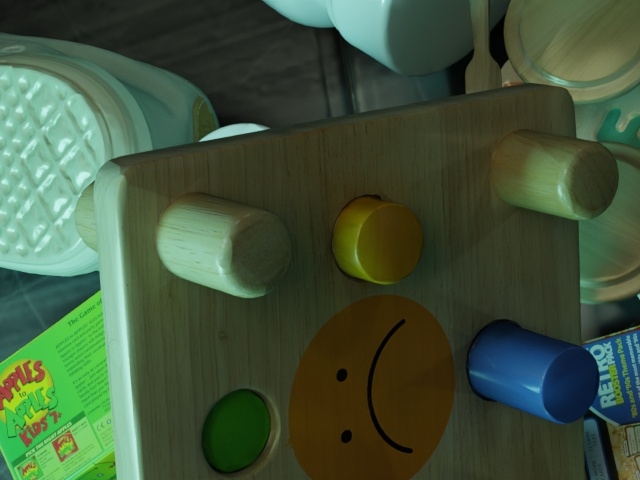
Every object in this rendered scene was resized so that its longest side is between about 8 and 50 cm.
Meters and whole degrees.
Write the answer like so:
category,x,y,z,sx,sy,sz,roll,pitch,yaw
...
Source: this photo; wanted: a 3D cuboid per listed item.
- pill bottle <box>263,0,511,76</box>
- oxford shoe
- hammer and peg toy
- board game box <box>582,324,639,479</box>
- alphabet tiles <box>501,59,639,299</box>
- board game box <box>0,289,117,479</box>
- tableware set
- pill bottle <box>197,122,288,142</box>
category,x,y,z,sx,sy,sz,roll,pitch,yaw
pill bottle,-0.016,-0.224,1.094,0.283,0.161,0.161,38,96,27
oxford shoe,-0.227,-0.067,1.191,0.449,0.130,0.169,14,102,43
hammer and peg toy,0.027,0.119,0.886,0.127,0.266,0.361,15,113,53
board game box,0.116,0.137,1.012,0.193,0.045,0.147,-17,72,22
alphabet tiles,0.227,-0.090,0.996,0.278,0.021,0.284,25,83,35
board game box,-0.114,0.077,1.140,0.181,0.043,0.092,-36,65,15
tableware set,0.143,-0.057,0.994,0.128,0.039,0.194,-5,73,15
pill bottle,0.000,0.000,1.016,0.108,0.193,0.108,-6,76,25
